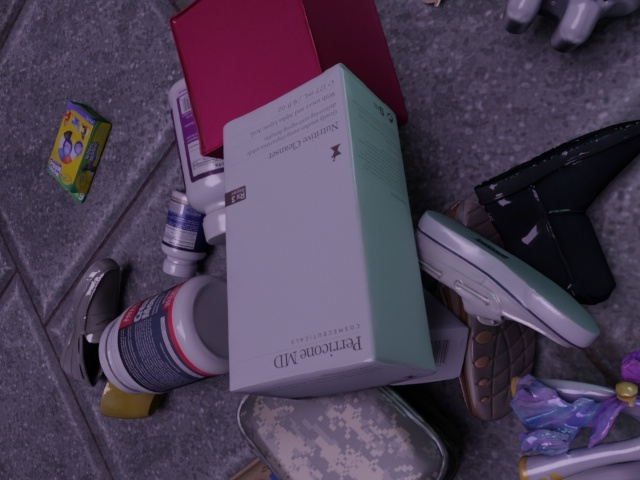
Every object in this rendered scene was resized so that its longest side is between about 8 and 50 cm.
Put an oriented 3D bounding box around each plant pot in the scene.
[{"bbox_3d":[-0.399,0.333,1.338,0.095,0.134,0.134,20,102,8],"label":"plant pot"}]

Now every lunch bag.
[{"bbox_3d":[0.056,0.292,0.934,0.305,0.256,0.213,39,89,27],"label":"lunch bag"}]

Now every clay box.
[{"bbox_3d":[-0.607,-0.217,1.528,0.127,0.053,0.222,35,108,31],"label":"clay box"}]

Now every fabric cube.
[{"bbox_3d":[-0.050,-0.281,1.018,0.259,0.258,0.254,-22,78,33],"label":"fabric cube"}]

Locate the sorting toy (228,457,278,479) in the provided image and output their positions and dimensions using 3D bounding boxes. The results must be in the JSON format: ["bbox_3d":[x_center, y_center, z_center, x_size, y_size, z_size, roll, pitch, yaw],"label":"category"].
[{"bbox_3d":[-0.097,0.536,1.163,0.307,0.041,0.229,-43,66,26],"label":"sorting toy"}]

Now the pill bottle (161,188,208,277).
[{"bbox_3d":[-0.273,-0.014,1.267,0.094,0.094,0.170,20,101,33],"label":"pill bottle"}]

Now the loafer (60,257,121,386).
[{"bbox_3d":[-0.515,0.193,1.428,0.111,0.112,0.320,31,114,26],"label":"loafer"}]

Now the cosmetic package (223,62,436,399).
[{"bbox_3d":[0.000,0.000,0.808,0.217,0.156,0.385,-21,61,30],"label":"cosmetic package"}]

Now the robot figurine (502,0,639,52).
[{"bbox_3d":[0.355,-0.425,0.774,0.299,0.200,0.354,23,104,5],"label":"robot figurine"}]

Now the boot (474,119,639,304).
[{"bbox_3d":[0.353,-0.026,0.834,0.246,0.094,0.207,-25,97,3],"label":"boot"}]

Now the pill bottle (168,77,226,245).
[{"bbox_3d":[-0.180,-0.151,1.160,0.169,0.169,0.302,-19,78,33],"label":"pill bottle"}]

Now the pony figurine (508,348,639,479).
[{"bbox_3d":[0.415,0.223,0.708,0.363,0.303,0.351,-13,114,31],"label":"pony figurine"}]

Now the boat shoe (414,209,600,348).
[{"bbox_3d":[0.215,0.062,0.779,0.267,0.096,0.088,37,112,30],"label":"boat shoe"}]

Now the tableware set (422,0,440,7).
[{"bbox_3d":[0.175,-0.464,1.009,0.168,0.020,0.141,37,109,30],"label":"tableware set"}]

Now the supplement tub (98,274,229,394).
[{"bbox_3d":[-0.284,0.192,1.210,0.272,0.191,0.191,-23,76,32],"label":"supplement tub"}]

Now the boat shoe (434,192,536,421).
[{"bbox_3d":[0.232,0.097,0.912,0.116,0.123,0.325,168,102,-65],"label":"boat shoe"}]

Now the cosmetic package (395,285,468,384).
[{"bbox_3d":[0.108,0.114,0.920,0.231,0.117,0.086,-132,45,-62],"label":"cosmetic package"}]
